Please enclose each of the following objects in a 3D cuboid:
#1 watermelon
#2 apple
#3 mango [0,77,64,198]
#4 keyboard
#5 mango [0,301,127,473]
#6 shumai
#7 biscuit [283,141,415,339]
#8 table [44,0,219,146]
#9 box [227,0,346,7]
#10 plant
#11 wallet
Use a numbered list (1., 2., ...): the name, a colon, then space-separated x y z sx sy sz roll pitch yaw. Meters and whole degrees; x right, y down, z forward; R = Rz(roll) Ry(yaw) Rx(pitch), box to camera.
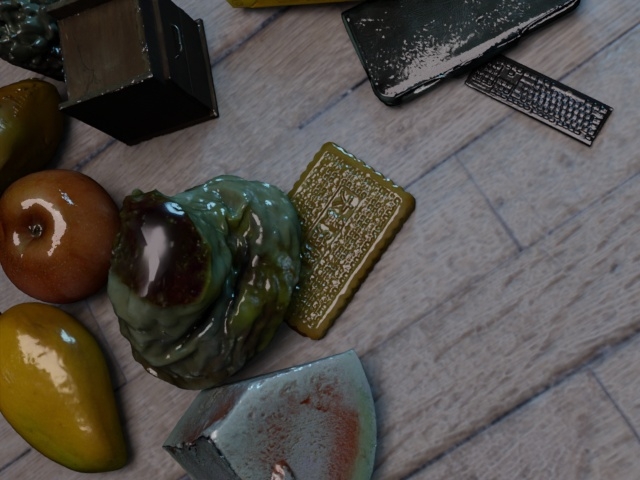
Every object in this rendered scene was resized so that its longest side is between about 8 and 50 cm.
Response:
1. watermelon: -0.050 0.256 1.249 0.289 0.213 0.320 -46 55 3
2. apple: -0.395 -0.008 1.449 0.201 0.162 0.201 -4 77 18
3. mango: -0.491 -0.155 1.488 0.151 0.156 0.249 45 58 -10
4. keyboard: 0.294 -0.197 1.322 0.198 0.010 0.064 31 89 22
5. mango: -0.393 0.214 1.437 0.176 0.119 0.317 -37 79 7
6. shumai: -0.207 0.033 1.301 0.304 0.263 0.309 -1 73 29
7. biscuit: 0.000 0.000 1.379 0.172 0.029 0.255 36 93 21
8. table: -0.273 -0.264 1.436 0.172 0.193 0.169 -16 74 17
9. box: -0.005 -0.422 1.434 0.269 0.043 0.152 3 71 26
10. plant: -0.429 -0.324 1.502 0.129 0.194 0.132 14 86 21
11. wallet: 0.198 -0.321 1.361 0.318 0.045 0.172 -27 69 14
